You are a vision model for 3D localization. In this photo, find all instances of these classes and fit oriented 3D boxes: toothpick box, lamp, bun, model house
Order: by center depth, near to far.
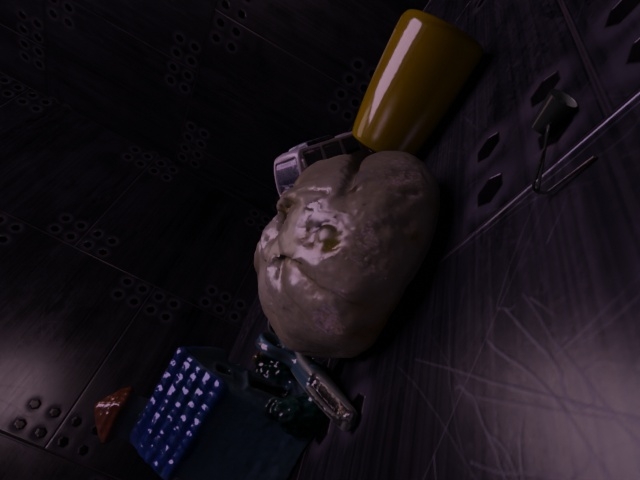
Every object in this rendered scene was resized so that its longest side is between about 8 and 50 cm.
[{"bbox_3d":[0.228,-0.100,0.432,0.054,0.041,0.121,115,179,-46],"label":"lamp"},{"bbox_3d":[0.022,0.002,0.701,0.365,0.219,0.365,-59,12,21],"label":"bun"},{"bbox_3d":[-0.201,0.278,0.776,0.251,0.329,0.295,-65,10,4],"label":"model house"},{"bbox_3d":[0.178,-0.291,0.868,0.271,0.175,0.175,-61,8,23],"label":"toothpick box"}]

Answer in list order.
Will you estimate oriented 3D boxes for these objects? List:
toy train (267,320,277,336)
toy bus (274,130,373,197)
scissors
[{"bbox_3d":[-0.028,0.089,1.155,0.407,0.086,0.088,-58,5,24],"label":"toy train"},{"bbox_3d":[0.049,-0.169,0.962,0.097,0.138,0.343,-7,16,46],"label":"toy bus"},{"bbox_3d":[-0.015,0.211,0.675,0.041,0.138,0.289,-63,23,-5],"label":"scissors"}]
